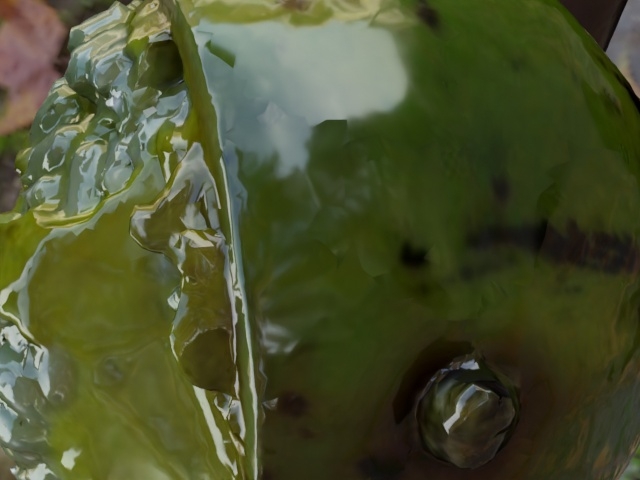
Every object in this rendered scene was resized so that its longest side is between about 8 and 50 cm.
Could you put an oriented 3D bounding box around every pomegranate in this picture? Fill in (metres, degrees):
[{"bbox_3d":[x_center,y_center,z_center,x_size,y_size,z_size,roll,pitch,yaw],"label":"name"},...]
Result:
[{"bbox_3d":[0.000,0.000,0.714,0.260,0.260,0.341,-47,24,17],"label":"pomegranate"}]

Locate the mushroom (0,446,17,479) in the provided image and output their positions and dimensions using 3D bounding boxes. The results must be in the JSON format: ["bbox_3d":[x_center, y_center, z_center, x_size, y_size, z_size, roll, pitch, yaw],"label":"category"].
[{"bbox_3d":[-0.220,0.110,1.167,0.154,0.154,0.122,26,106,37],"label":"mushroom"}]

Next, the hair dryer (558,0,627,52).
[{"bbox_3d":[0.169,-0.092,0.815,0.312,0.123,0.340,98,152,-46],"label":"hair dryer"}]
